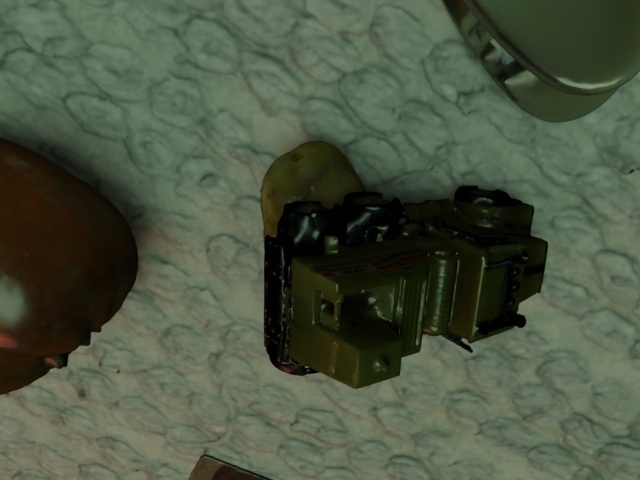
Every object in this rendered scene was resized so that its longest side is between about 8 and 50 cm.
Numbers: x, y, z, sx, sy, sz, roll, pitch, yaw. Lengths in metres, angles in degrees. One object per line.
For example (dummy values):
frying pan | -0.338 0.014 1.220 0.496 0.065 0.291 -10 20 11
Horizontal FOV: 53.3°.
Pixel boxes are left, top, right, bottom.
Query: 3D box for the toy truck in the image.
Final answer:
toy truck | 0.084 0.032 0.502 0.257 0.127 0.127 -10 111 -37

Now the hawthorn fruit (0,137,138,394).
hawthorn fruit | -0.279 -0.002 0.527 0.199 0.199 0.251 -38 92 15

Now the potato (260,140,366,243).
potato | 0.000 0.000 0.557 0.107 0.080 0.170 -36 126 -29

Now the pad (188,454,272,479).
pad | -0.025 0.389 0.749 0.330 0.004 0.220 23 110 -6

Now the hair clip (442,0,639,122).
hair clip | 0.164 -0.218 0.467 0.172 0.113 0.282 -23 103 10
